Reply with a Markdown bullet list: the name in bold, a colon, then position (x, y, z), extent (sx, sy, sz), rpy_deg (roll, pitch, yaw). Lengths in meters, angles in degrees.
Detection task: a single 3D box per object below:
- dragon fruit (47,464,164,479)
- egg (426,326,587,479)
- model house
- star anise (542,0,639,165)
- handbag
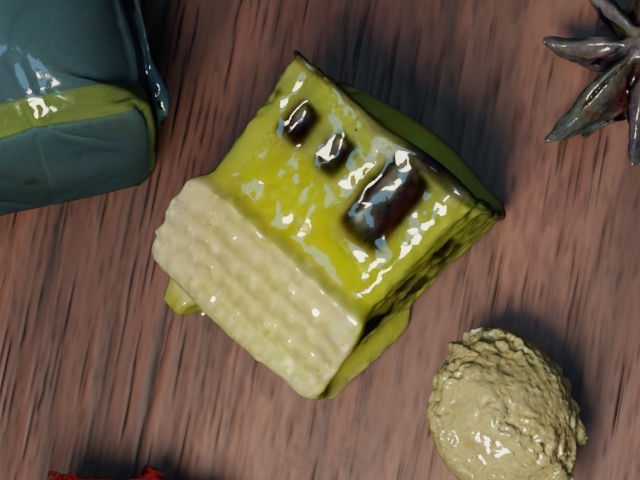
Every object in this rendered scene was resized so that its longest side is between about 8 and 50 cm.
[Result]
- **dragon fruit**: position (-0.134, 0.298, 1.177), extent (0.261, 0.163, 0.189), rpy_deg (54, 123, 23)
- **egg**: position (0.142, 0.136, 1.150), extent (0.118, 0.116, 0.140), rpy_deg (-13, 72, 9)
- **model house**: position (0.000, 0.000, 1.184), extent (0.193, 0.175, 0.234), rpy_deg (41, 102, 13)
- **star anise**: position (0.274, -0.143, 1.184), extent (0.181, 0.061, 0.204), rpy_deg (26, 83, 25)
- **handbag**: position (-0.249, -0.160, 1.193), extent (0.222, 0.263, 0.241), rpy_deg (-15, 78, -5)
